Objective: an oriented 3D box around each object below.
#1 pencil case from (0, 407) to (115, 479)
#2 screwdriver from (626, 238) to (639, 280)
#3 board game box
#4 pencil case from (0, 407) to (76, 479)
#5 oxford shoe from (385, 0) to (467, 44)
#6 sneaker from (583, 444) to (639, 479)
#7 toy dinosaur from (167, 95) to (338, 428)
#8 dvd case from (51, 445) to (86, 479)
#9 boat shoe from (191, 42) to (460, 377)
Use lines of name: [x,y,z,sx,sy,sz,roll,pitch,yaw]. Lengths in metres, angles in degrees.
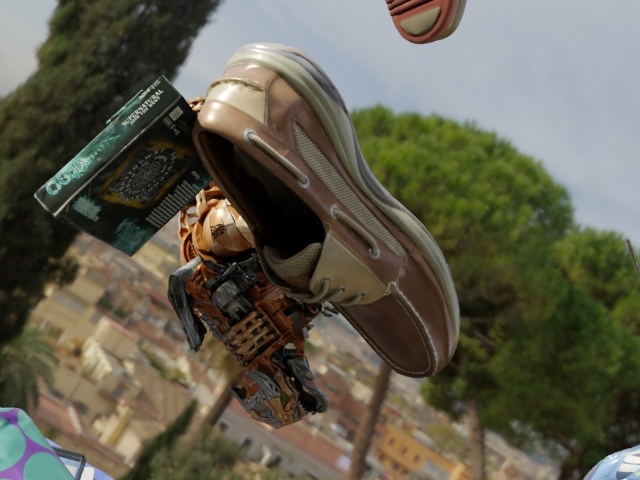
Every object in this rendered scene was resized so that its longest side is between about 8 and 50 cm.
pencil case: [-0.295,0.229,1.000,0.306,0.133,0.119,27,30,28]
screwdriver: [0.361,0.078,1.153,0.024,0.025,0.170,-32,98,-54]
board game box: [-0.139,-0.051,0.826,0.026,0.126,0.186,46,-2,12]
pencil case: [-0.184,0.182,0.689,0.064,0.070,0.151,-22,65,-46]
oxford shoe: [0.144,-0.368,1.124,0.130,0.348,0.123,13,-13,-42]
sneaker: [0.351,0.258,1.139,0.053,0.144,0.059,48,20,-42]
toy dinosaur: [-0.052,0.007,0.981,0.218,0.322,0.164,-9,-2,-36]
dvd case: [-0.290,0.249,0.734,0.180,0.253,0.022,14,-27,1]
boat shoe: [0.000,0.000,0.854,0.123,0.116,0.324,-12,-59,47]
